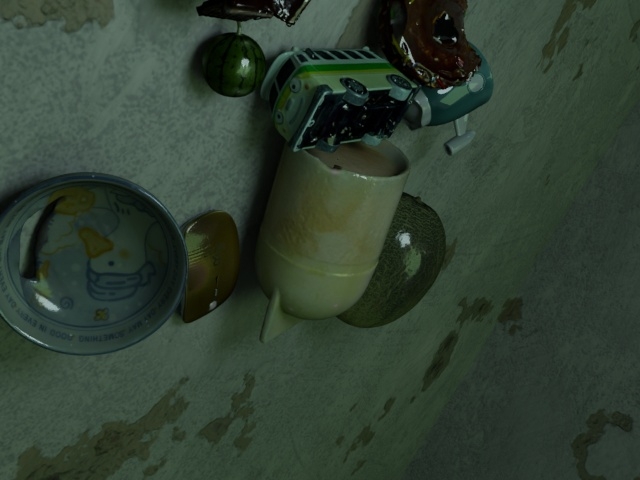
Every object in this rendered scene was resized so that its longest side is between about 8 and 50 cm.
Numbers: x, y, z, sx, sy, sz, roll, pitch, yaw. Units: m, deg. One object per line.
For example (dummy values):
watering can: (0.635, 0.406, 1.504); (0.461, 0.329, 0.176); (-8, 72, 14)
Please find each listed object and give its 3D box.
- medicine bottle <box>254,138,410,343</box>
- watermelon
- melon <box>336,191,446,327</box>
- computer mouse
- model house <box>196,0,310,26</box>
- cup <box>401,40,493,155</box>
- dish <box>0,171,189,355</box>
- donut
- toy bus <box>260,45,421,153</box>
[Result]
medicine bottle: (0.000, 0.000, 1.452); (0.236, 0.236, 0.406); (-16, 134, -47)
watermelon: (-0.129, -0.269, 1.148); (0.109, 0.109, 0.109); (-35, 144, -31)
melon: (0.137, 0.044, 1.687); (0.248, 0.248, 0.329); (5, 121, -56)
computer mouse: (-0.207, 0.056, 1.395); (0.126, 0.056, 0.245); (-28, 141, -38)
model house: (-0.096, -0.370, 1.038); (0.203, 0.164, 0.141); (-17, 137, -50)
cup: (0.239, -0.314, 1.577); (0.173, 0.167, 0.299); (-32, 117, -18)
dish: (-0.338, 0.018, 1.106); (0.273, 0.134, 0.273); (-7, 113, -16)
donut: (0.199, -0.392, 1.426); (0.216, 0.096, 0.230); (-23, 102, -28)
toy bus: (0.028, -0.254, 1.322); (0.276, 0.164, 0.133); (-15, 145, -48)
